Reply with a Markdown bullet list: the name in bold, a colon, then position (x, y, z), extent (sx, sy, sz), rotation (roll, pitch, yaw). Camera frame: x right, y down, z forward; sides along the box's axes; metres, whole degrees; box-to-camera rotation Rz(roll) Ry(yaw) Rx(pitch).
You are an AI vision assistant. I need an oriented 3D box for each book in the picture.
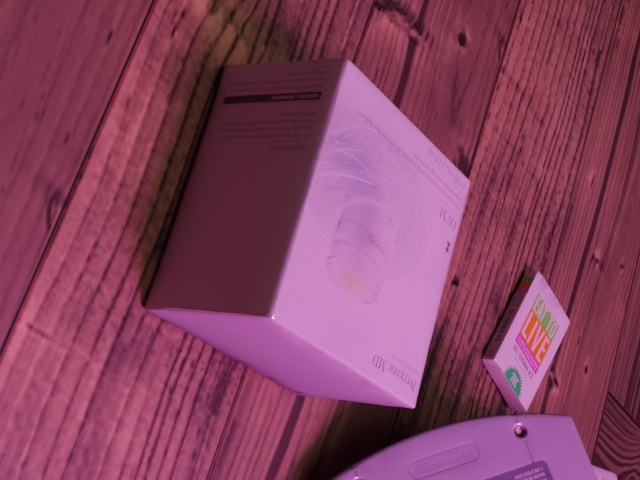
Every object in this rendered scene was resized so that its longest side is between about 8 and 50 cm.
- **book**: position (0.246, 0.120, 1.448), extent (0.096, 0.035, 0.144), rotation (57, 50, -33)

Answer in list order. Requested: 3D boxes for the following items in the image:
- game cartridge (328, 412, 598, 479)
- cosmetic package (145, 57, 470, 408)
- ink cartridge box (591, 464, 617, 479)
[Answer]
- **game cartridge**: position (0.130, 0.272, 1.121), extent (0.294, 0.060, 0.196), rotation (-14, 76, -20)
- **cosmetic package**: position (0.000, 0.000, 1.017), extent (0.224, 0.138, 0.224), rotation (37, 64, -48)
- **ink cartridge box**: position (0.225, 0.348, 1.305), extent (0.306, 0.131, 0.226), rotation (28, 54, -52)
